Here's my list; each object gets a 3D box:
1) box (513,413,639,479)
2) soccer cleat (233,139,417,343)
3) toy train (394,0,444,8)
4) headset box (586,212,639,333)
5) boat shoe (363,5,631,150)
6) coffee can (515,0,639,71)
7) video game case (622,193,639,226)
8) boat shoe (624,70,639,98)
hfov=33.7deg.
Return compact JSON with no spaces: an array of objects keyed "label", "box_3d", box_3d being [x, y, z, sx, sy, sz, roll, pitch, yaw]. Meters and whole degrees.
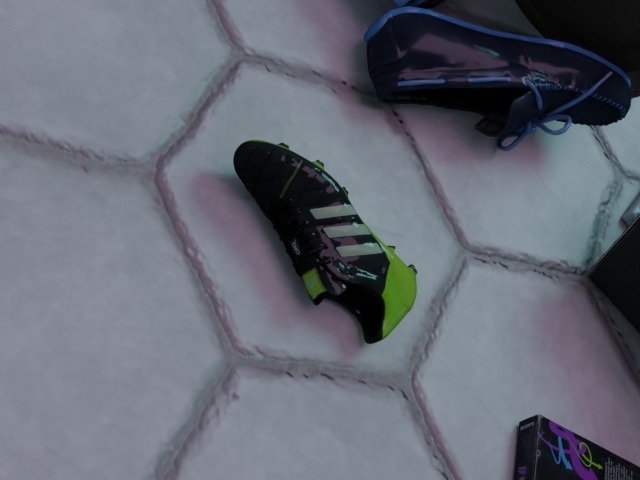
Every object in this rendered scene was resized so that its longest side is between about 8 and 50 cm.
[{"label":"box","box_3d":[0.219,0.221,0.836,0.162,0.029,0.116,30,52,-22]},{"label":"soccer cleat","box_3d":[0.000,0.000,0.772,0.179,0.060,0.072,44,51,-13]},{"label":"toy train","box_3d":[0.101,-0.263,0.946,0.105,0.080,0.184,56,32,7]},{"label":"headset box","box_3d":[0.420,0.039,0.944,0.283,0.131,0.246,-27,69,-30]},{"label":"boat shoe","box_3d":[0.155,-0.127,0.937,0.258,0.109,0.089,8,69,-14]},{"label":"coffee can","box_3d":[0.326,-0.315,0.976,0.275,0.201,0.201,-42,94,-25]},{"label":"video game case","box_3d":[0.390,-0.017,1.073,0.143,0.019,0.157,49,57,-5]},{"label":"boat shoe","box_3d":[0.344,-0.298,1.147,0.117,0.096,0.324,7,56,4]}]
